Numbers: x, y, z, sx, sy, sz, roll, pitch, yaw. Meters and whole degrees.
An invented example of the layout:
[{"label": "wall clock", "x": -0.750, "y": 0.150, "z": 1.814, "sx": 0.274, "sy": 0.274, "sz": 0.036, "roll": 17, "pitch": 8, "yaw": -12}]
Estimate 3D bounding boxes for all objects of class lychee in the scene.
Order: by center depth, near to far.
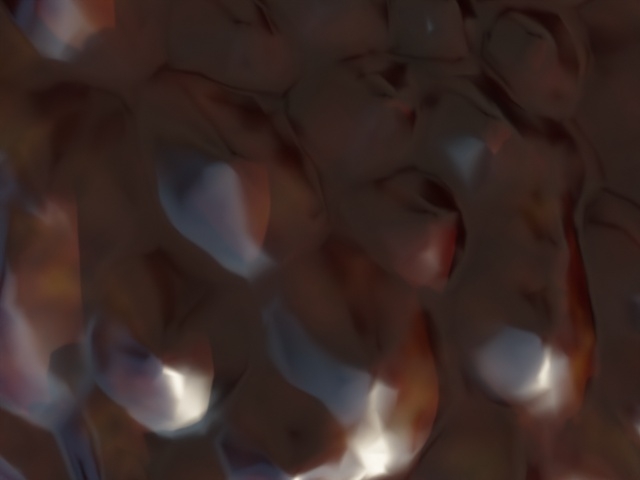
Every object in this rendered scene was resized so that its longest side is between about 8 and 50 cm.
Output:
[{"label": "lychee", "x": 0.000, "y": 0.000, "z": 0.539, "sx": 0.500, "sy": 0.425, "sz": 0.424, "roll": 53, "pitch": -162, "yaw": -31}]
